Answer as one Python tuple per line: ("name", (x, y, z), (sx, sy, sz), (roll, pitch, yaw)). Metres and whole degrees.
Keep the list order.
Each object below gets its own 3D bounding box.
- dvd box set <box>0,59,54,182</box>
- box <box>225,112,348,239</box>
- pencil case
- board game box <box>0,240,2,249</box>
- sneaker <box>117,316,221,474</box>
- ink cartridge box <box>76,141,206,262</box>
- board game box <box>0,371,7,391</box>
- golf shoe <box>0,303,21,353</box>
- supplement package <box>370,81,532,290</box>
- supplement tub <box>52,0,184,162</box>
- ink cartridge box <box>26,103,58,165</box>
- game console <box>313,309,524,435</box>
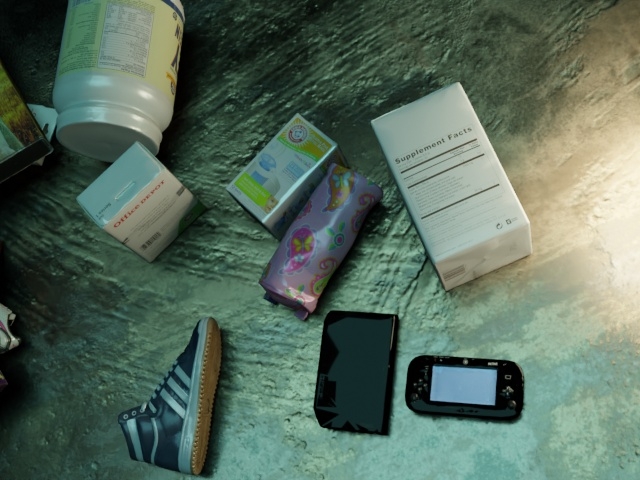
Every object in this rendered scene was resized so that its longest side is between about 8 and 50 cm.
("dvd box set", (-0.777, -0.267, 1.937), (0.307, 0.062, 0.420), (-31, 65, -7))
("box", (-0.061, -0.121, 1.773), (0.114, 0.103, 0.203), (42, 85, 22))
("pencil case", (0.000, 0.000, 1.713), (0.124, 0.124, 0.284), (27, 80, 21))
("board game box", (-0.783, 0.089, 1.886), (0.281, 0.027, 0.145), (-21, 37, 6))
("sneaker", (-0.273, 0.273, 1.693), (0.153, 0.099, 0.282), (4, 75, 13))
("ink cartridge box", (-0.333, -0.069, 1.760), (0.160, 0.219, 0.092), (-44, 67, -4))
("board game box", (-0.765, 0.312, 1.787), (0.347, 0.056, 0.208), (-45, 71, 12))
("golf shoe", (-0.655, 0.153, 1.859), (0.086, 0.067, 0.186), (-8, 50, -32))
("supplement package", (0.231, -0.092, 1.649), (0.175, 0.177, 0.293), (-24, 67, 6))
("supplement tub", (-0.403, -0.341, 1.863), (0.235, 0.235, 0.325), (-1, 71, 14))
("ink cartridge box", (-0.636, -0.227, 1.975), (0.198, 0.067, 0.115), (10, 74, 19))
("game console", (0.170, 0.234, 1.625), (0.361, 0.044, 0.213), (2, 72, 14))
